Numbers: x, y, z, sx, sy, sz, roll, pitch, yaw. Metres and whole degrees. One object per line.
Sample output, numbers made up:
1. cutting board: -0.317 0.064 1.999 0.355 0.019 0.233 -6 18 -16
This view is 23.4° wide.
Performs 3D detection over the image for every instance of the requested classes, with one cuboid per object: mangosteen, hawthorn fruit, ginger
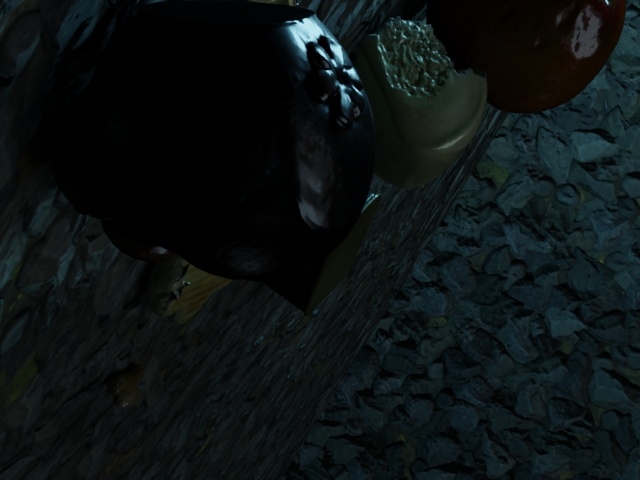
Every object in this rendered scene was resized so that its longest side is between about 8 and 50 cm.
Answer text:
1. mangosteen: -0.096 -0.088 1.302 0.287 0.287 0.233 -39 131 -58
2. hawthorn fruit: 0.307 -0.330 2.135 0.298 0.277 0.277 -19 -157 48
3. ginger: -0.246 0.184 1.930 0.097 0.030 0.048 -28 122 -73

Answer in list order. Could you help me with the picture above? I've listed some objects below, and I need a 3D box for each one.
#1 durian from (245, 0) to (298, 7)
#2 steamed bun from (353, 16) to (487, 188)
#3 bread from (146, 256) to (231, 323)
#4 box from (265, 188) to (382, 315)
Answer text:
1. durian: -0.056 -0.241 1.540 0.066 0.052 0.130 7 121 -34
2. steamed bun: 0.129 -0.186 2.094 0.170 0.200 0.225 -28 172 -17
3. bread: -0.105 -0.038 1.837 0.316 0.054 0.316 -52 168 -17
4. box: 0.000 0.000 2.310 0.144 0.090 0.201 -47 166 -42
